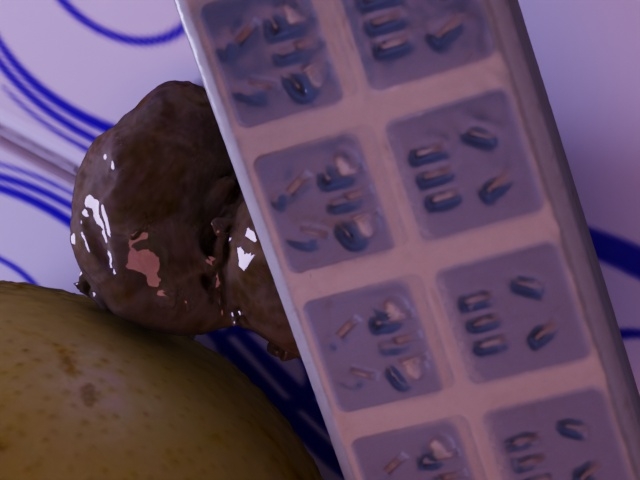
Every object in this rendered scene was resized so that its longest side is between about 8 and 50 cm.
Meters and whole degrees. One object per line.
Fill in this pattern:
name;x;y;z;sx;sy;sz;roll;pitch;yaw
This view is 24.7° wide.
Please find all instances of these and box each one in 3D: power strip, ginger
power strip;0.034;-0.006;0.495;0.106;0.043;0.367;-16;103;16
ginger;0.000;0.000;0.572;0.204;0.080;0.104;11;99;12

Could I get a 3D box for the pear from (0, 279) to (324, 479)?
pear;-0.147;0.182;0.615;0.348;0.348;0.348;10;133;11
